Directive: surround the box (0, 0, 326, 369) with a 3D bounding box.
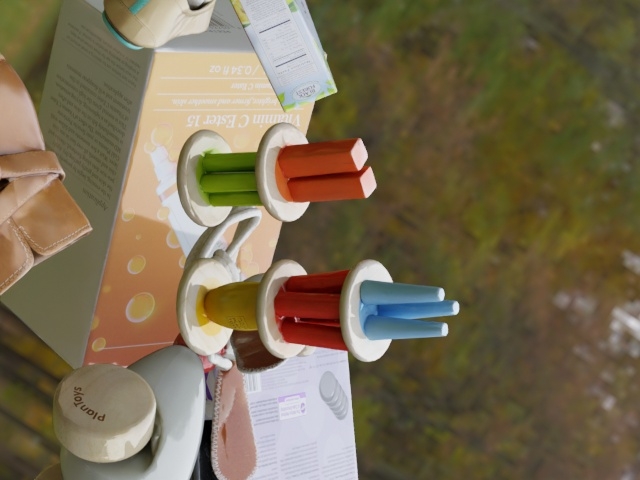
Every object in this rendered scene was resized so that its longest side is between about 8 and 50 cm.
[{"bbox_3d":[-0.162,-0.062,1.997,0.168,0.215,0.345,37,-60,42],"label":"box"}]

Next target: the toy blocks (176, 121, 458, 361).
[{"bbox_3d":[0.000,0.000,1.023,0.054,0.148,0.123,2,88,-60],"label":"toy blocks"}]

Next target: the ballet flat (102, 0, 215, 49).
[{"bbox_3d":[-0.115,-0.207,1.628,0.073,0.080,0.232,-44,-172,17],"label":"ballet flat"}]

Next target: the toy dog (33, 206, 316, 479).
[{"bbox_3d":[-0.096,0.148,1.673,0.334,0.161,0.220,-48,161,-24],"label":"toy dog"}]

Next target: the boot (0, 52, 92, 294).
[{"bbox_3d":[-0.311,-0.031,1.374,0.283,0.220,0.109,-34,-174,-37],"label":"boot"}]

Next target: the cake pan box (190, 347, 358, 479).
[{"bbox_3d":[-0.050,0.213,1.902,0.070,0.246,0.267,-7,180,28],"label":"cake pan box"}]

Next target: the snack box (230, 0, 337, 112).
[{"bbox_3d":[-0.036,-0.154,1.165,0.037,0.100,0.141,-22,-140,4],"label":"snack box"}]
